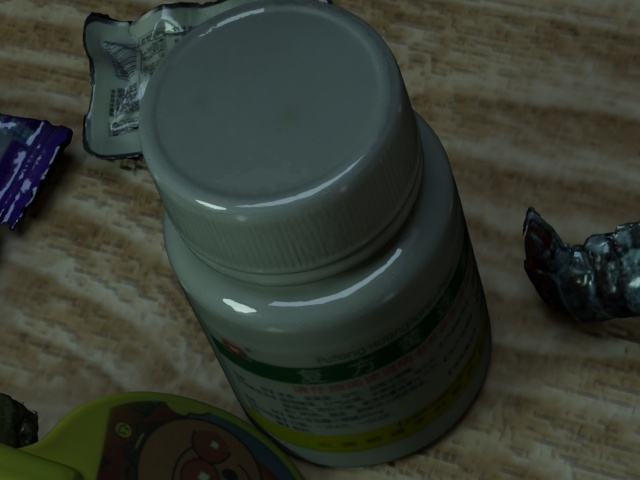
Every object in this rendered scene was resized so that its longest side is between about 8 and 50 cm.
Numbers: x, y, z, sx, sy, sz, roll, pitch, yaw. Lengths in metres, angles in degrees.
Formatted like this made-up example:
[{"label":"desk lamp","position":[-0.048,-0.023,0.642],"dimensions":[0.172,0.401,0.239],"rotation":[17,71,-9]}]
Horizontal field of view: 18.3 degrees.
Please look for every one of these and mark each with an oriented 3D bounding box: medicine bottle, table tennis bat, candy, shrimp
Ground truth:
[{"label":"medicine bottle","position":[0.000,0.000,1.411],"dimensions":[0.208,0.340,0.208],"rotation":[-6,57,10]},{"label":"table tennis bat","position":[-0.159,0.184,1.398],"dimensions":[0.368,0.054,0.224],"rotation":[19,48,-15]},{"label":"candy","position":[-0.354,-0.084,1.716],"dimensions":[0.275,0.070,0.145],"rotation":[24,72,21]},{"label":"shrimp","position":[0.345,-0.025,1.435],"dimensions":[0.410,0.221,0.166],"rotation":[-24,31,13]}]

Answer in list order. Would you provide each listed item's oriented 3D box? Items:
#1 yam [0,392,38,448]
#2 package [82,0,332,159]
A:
[{"label":"yam","position":[-0.280,0.234,1.439],"dimensions":[0.161,0.161,0.268],"rotation":[-11,54,6]},{"label":"package","position":[-0.096,-0.145,1.716],"dimensions":[0.232,0.040,0.166],"rotation":[-9,59,-2]}]
